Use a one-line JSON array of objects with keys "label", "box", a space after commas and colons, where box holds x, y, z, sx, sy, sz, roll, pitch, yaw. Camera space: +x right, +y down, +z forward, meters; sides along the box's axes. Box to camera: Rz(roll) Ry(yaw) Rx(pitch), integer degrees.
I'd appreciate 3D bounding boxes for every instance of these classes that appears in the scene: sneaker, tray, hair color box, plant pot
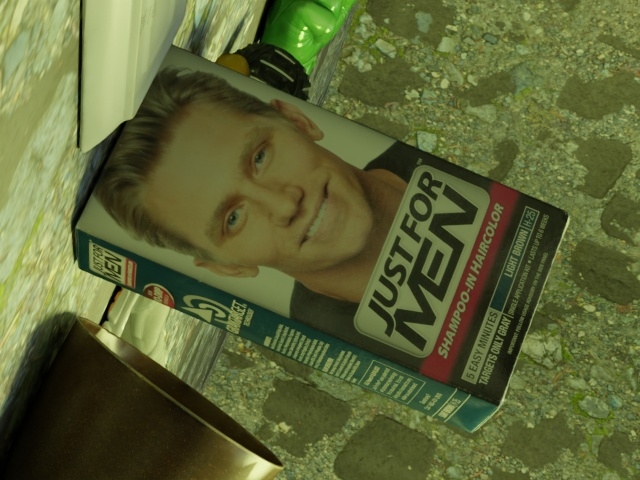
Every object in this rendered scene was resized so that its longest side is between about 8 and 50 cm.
[{"label": "sneaker", "box": [-0.099, -0.096, 1.624, 0.271, 0.100, 0.108, -63, -169, -28]}, {"label": "sneaker", "box": [-0.179, 0.150, 1.558, 0.099, 0.121, 0.262, 105, 6, -77]}, {"label": "tray", "box": [-0.108, -0.167, 0.979, 0.270, 0.030, 0.145, 110, 3, -65]}, {"label": "hair color box", "box": [0.000, 0.000, 1.225, 0.105, 0.347, 0.174, 111, 1, -70]}, {"label": "plant pot", "box": [-0.184, 0.219, 1.309, 0.230, 0.215, 0.215, -54, 178, -2]}]

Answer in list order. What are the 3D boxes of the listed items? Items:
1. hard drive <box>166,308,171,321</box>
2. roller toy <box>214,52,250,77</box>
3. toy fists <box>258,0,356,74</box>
[{"label": "hard drive", "box": [-0.225, 0.151, 1.943, 0.094, 0.022, 0.135, -66, 178, -64]}, {"label": "roller toy", "box": [-0.087, -0.046, 1.429, 0.209, 0.146, 0.191, 97, 7, -54]}, {"label": "toy fists", "box": [0.004, -0.311, 1.907, 0.279, 0.096, 0.142, -64, 176, -52]}]
